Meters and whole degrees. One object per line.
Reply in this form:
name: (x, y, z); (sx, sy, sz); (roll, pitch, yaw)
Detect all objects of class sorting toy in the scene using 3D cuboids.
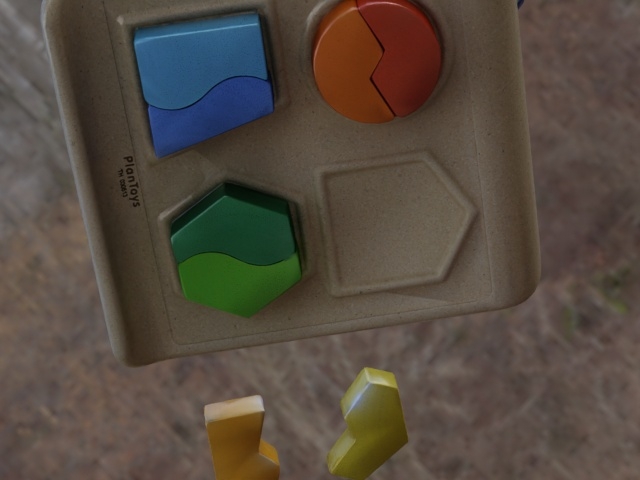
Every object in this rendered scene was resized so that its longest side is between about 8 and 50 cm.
sorting toy: (0.000, 0.000, 0.860); (0.229, 0.307, 0.041); (-10, 25, -3)

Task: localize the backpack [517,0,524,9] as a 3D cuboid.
backpack: (0.089, -0.195, 1.185); (0.105, 0.114, 0.084); (-28, -1, 35)
